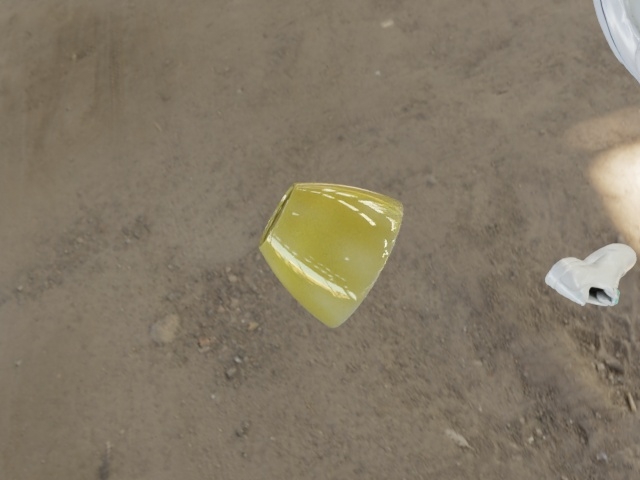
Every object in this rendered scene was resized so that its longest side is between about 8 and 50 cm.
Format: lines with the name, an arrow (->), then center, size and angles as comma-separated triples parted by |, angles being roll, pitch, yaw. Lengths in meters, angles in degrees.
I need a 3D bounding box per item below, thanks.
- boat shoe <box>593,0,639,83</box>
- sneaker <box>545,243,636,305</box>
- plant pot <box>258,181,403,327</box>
boat shoe -> 0.250, -0.111, 0.492 | 0.083, 0.076, 0.226 | -32, 84, 13
sneaker -> 0.477, 0.069, 1.314 | 0.212, 0.080, 0.094 | -13, 47, -34
plant pot -> 0.000, 0.000, 0.717 | 0.134, 0.095, 0.134 | -58, 11, 18
